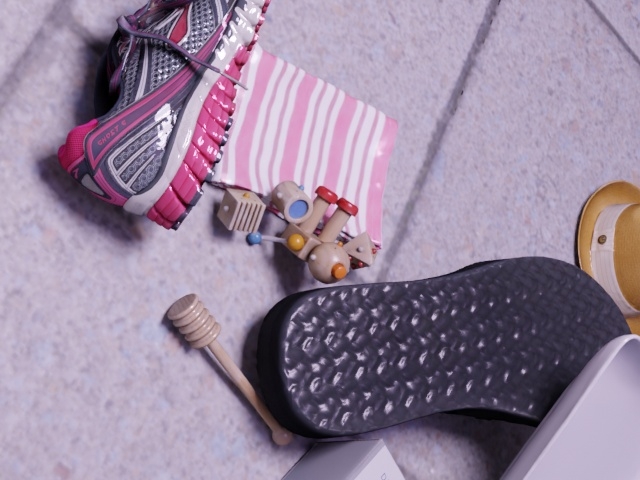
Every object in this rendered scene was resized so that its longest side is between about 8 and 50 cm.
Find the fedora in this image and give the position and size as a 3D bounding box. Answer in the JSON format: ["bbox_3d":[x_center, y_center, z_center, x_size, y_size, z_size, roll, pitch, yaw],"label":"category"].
[{"bbox_3d":[0.376,0.019,1.428,0.194,0.079,0.194,12,73,-41],"label":"fedora"}]

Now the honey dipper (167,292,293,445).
[{"bbox_3d":[-0.071,0.112,1.034,0.161,0.030,0.030,56,50,-24],"label":"honey dipper"}]

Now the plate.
[{"bbox_3d":[0.255,0.230,1.193,0.277,0.045,0.278,-54,139,3],"label":"plate"}]

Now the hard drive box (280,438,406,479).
[{"bbox_3d":[0.001,0.304,1.014,0.232,0.089,0.181,-41,109,-40],"label":"hard drive box"}]

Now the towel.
[{"bbox_3d":[-0.008,-0.084,1.131,0.197,0.029,0.144,25,64,-37],"label":"towel"}]

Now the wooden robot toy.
[{"bbox_3d":[0.000,0.000,1.068,0.173,0.079,0.076,27,103,-36],"label":"wooden robot toy"}]

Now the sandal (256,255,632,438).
[{"bbox_3d":[0.122,0.099,1.171,0.445,0.107,0.168,4,80,-34],"label":"sandal"}]

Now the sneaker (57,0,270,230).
[{"bbox_3d":[-0.113,-0.160,0.996,0.112,0.121,0.299,23,59,-15],"label":"sneaker"}]
